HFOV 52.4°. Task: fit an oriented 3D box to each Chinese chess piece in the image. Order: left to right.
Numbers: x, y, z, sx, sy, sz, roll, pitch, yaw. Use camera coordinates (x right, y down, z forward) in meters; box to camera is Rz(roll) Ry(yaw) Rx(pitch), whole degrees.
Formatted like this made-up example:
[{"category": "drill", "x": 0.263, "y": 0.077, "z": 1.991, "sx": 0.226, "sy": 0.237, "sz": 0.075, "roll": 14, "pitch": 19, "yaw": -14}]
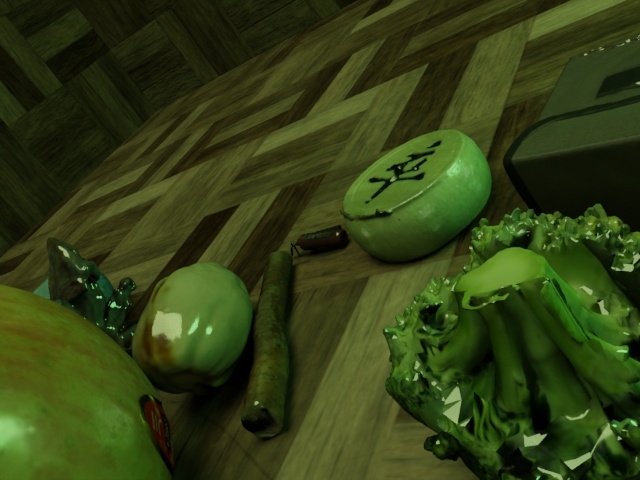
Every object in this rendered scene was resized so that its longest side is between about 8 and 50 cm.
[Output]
[{"category": "Chinese chess piece", "x": 0.115, "y": -0.059, "z": 0.802, "sx": 0.188, "sy": 0.083, "sz": 0.188, "roll": -32, "pitch": 23, "yaw": 15}]

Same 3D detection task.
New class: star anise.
[{"category": "star anise", "x": -0.293, "y": 0.116, "z": 0.840, "sx": 0.110, "sy": 0.257, "sz": 0.198, "roll": -12, "pitch": 41, "yaw": 31}]

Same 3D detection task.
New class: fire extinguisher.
[{"category": "fire extinguisher", "x": -0.002, "y": -0.006, "z": 0.920, "sx": 0.100, "sy": 0.032, "sz": 0.046, "roll": -7, "pitch": 47, "yaw": 37}]

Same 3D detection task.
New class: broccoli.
[{"category": "broccoli", "x": 0.152, "y": 0.076, "z": 0.402, "sx": 0.198, "sy": 0.176, "sz": 0.226, "roll": -52, "pitch": 3, "yaw": -2}]

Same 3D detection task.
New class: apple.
[{"category": "apple", "x": -0.337, "y": 0.221, "z": 0.571, "sx": 0.391, "sy": 0.346, "sz": 0.391, "roll": -31, "pitch": 28, "yaw": 19}]

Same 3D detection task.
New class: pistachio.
[{"category": "pistachio", "x": -0.150, "y": 0.102, "z": 0.789, "sx": 0.144, "sy": 0.144, "sz": 0.215, "roll": -30, "pitch": 15, "yaw": 13}]

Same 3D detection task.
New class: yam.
[{"category": "yam", "x": -0.057, "y": 0.102, "z": 0.783, "sx": 0.045, "sy": 0.045, "sz": 0.327, "roll": -61, "pitch": 13, "yaw": 25}]

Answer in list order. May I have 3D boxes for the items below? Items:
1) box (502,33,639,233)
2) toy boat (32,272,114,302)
[{"category": "box", "x": 0.295, "y": -0.052, "z": 0.437, "sx": 0.252, "sy": 0.188, "sz": 0.153, "roll": -10, "pitch": 37, "yaw": 48}, {"category": "toy boat", "x": -0.453, "y": 0.195, "z": 1.088, "sx": 0.215, "sy": 0.123, "sz": 0.330, "roll": -9, "pitch": 47, "yaw": 39}]
